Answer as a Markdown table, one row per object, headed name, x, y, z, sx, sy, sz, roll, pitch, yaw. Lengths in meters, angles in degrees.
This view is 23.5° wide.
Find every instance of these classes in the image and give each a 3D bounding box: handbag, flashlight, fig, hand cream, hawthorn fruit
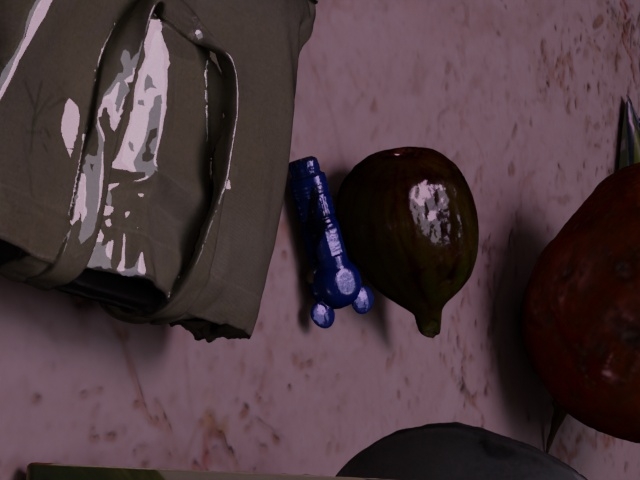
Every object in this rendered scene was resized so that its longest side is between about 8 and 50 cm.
| name | x | y | z | sx | sy | sz | roll | pitch | yaw |
| --- | --- | --- | --- | --- | --- | --- | --- | --- | --- |
| handbag | -0.113 | -0.085 | 0.859 | 0.316 | 0.109 | 0.253 | 28 | 64 | -55 |
| flashlight | 0.000 | 0.000 | 1.102 | 0.057 | 0.035 | 0.121 | -19 | 95 | -34 |
| fig | 0.069 | 0.006 | 1.156 | 0.109 | 0.103 | 0.154 | -14 | 109 | -23 |
| hand cream | 0.352 | -0.053 | 1.703 | 0.086 | 0.055 | 0.235 | 56 | 31 | -40 |
| hawthorn fruit | 0.305 | 0.059 | 1.378 | 0.258 | 0.262 | 0.258 | 11 | 73 | -38 |

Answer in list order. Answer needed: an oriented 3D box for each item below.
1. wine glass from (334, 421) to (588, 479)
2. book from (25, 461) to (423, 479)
| name | x | y | z | sx | sy | sz | roll | pitch | yaw |
| --- | --- | --- | --- | --- | --- | --- | --- | --- | --- |
| wine glass | 0.019 | 0.318 | 0.863 | 0.406 | 0.267 | 0.267 | -41 | 118 | -49 |
| book | 0.010 | 0.209 | 0.786 | 0.228 | 0.323 | 0.018 | -102 | -159 | -46 |
